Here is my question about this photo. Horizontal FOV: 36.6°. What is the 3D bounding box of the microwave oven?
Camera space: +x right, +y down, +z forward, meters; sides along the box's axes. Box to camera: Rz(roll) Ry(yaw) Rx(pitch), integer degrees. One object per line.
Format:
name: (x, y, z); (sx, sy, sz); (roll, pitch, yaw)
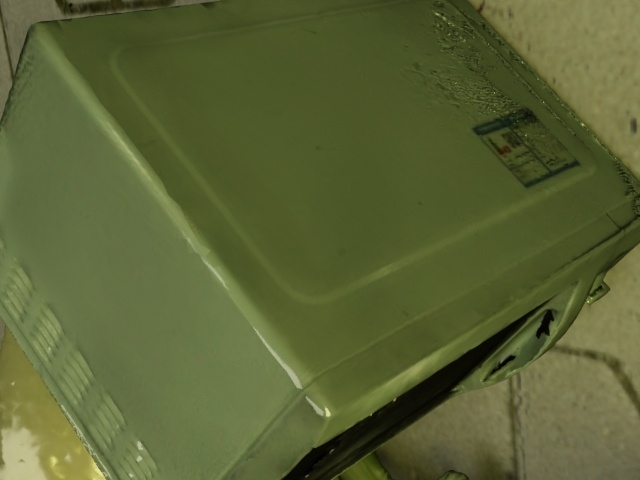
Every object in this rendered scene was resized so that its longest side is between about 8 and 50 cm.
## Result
microwave oven: (0.000, 0.000, 0.524); (0.237, 0.295, 0.181); (50, 133, 17)

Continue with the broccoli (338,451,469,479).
broccoli: (0.048, 0.195, 0.707); (0.204, 0.118, 0.122); (52, 166, 37)

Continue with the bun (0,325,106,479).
bun: (-0.109, 0.125, 0.698); (0.364, 0.202, 0.364); (174, 90, -83)
